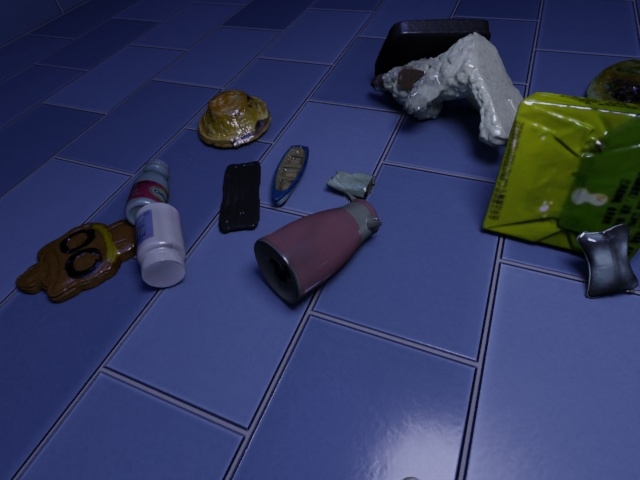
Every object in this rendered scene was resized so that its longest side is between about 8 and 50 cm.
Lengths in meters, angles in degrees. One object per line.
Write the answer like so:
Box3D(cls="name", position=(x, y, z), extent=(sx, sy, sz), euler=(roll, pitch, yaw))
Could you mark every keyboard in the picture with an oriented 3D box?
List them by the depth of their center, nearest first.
Box3D(cls="keyboard", position=(-0.210, -0.121, 1.064), extent=(0.106, 0.016, 0.262), euler=(-7, 48, 1))

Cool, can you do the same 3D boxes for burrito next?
Box3D(cls="burrito", position=(0.076, -0.147, 1.031), extent=(0.118, 0.044, 0.074), euler=(13, 50, 15))

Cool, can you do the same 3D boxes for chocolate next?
Box3D(cls="chocolate", position=(0.511, -0.132, 0.805), extent=(0.289, 0.300, 0.137), euler=(16, 40, 19))

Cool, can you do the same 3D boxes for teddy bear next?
Box3D(cls="teddy bear", position=(0.348, -0.382, 1.154), extent=(0.327, 0.362, 0.375), euler=(-19, 86, -37))

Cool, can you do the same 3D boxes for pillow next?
Box3D(cls="pillow", position=(0.544, 0.041, 0.763), extent=(0.091, 0.135, 0.055), euler=(-15, 5, -19))

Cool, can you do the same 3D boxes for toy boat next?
Box3D(cls="toy boat", position=(-0.083, -0.172, 1.073), extent=(0.080, 0.045, 0.228), euler=(6, 51, 11))

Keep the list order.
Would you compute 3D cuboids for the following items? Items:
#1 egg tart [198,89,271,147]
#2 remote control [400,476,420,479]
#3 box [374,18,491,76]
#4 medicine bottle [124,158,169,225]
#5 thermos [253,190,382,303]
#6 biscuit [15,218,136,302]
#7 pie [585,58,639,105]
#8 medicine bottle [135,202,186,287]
Box3D(cls="egg tart", position=(-0.272, -0.386, 1.248), extent=(0.241, 0.106, 0.241), euler=(-4, 53, 5))
Box3D(cls="remote control", position=(0.162, 0.430, 0.517), extent=(0.090, 0.049, 0.230), euler=(-28, 53, -13))
Box3D(cls="box", position=(0.323, -0.570, 1.220), extent=(0.289, 0.290, 0.073), euler=(-2, 89, -3))
Box3D(cls="medicine bottle", position=(-0.441, -0.129, 1.050), extent=(0.091, 0.090, 0.216), euler=(-11, 43, -2))
Box3D(cls="thermos", position=(0.000, 0.000, 0.864), extent=(0.265, 0.145, 0.176), euler=(-33, 27, -30))
Box3D(cls="biscuit", position=(-0.572, 0.035, 0.960), extent=(0.290, 0.041, 0.208), euler=(-29, 51, -18))
Box3D(cls="pie", position=(0.927, -0.419, 1.144), extent=(0.323, 0.070, 0.323), euler=(-5, 49, 5))
Box3D(cls="medicine bottle", position=(-0.362, 0.008, 0.914), extent=(0.103, 0.102, 0.186), euler=(-18, 50, -8))
